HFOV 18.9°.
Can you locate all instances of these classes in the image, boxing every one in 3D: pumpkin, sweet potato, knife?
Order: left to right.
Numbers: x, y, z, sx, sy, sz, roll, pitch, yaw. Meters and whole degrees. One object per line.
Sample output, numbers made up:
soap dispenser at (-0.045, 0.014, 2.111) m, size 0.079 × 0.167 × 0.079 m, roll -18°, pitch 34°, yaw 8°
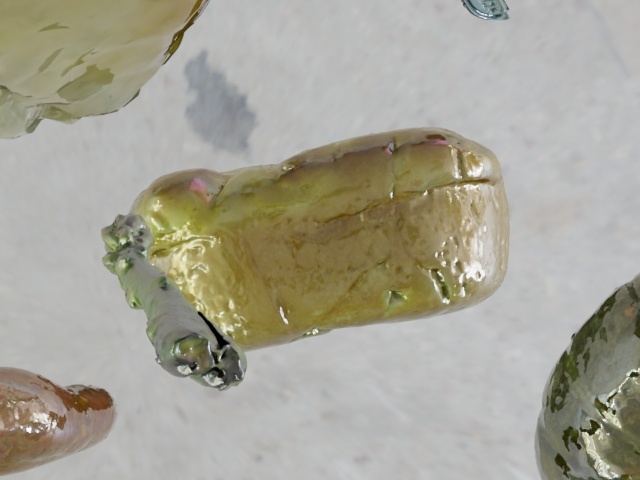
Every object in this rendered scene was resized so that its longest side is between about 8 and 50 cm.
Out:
sweet potato at (-0.176, 0.093, 0.998) m, size 0.078 × 0.255 × 0.058 m, roll 9°, pitch 90°, yaw 35°
knife at (0.091, -0.196, 1.297) m, size 0.028 × 0.210 × 0.015 m, roll -27°, pitch 62°, yaw 9°
pumpkin at (0.233, 0.105, 1.121) m, size 0.224 × 0.157 × 0.223 m, roll -5°, pitch 120°, yaw -9°

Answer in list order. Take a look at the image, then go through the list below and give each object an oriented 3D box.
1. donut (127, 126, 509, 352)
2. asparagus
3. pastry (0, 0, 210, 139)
donut at (0.000, 0.000, 1.314) m, size 0.261 × 0.208 × 0.128 m, roll -10°, pitch 90°, yaw 1°
asparagus at (-0.051, 0.014, 0.593) m, size 0.023 × 0.233 × 0.022 m, roll -22°, pitch 103°, yaw -7°
pastry at (-0.116, -0.171, 0.389) m, size 0.136 × 0.329 × 0.329 m, roll -23°, pitch 89°, yaw -6°
